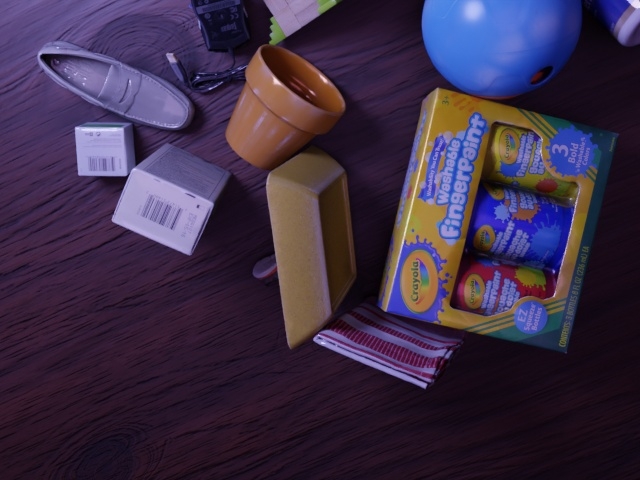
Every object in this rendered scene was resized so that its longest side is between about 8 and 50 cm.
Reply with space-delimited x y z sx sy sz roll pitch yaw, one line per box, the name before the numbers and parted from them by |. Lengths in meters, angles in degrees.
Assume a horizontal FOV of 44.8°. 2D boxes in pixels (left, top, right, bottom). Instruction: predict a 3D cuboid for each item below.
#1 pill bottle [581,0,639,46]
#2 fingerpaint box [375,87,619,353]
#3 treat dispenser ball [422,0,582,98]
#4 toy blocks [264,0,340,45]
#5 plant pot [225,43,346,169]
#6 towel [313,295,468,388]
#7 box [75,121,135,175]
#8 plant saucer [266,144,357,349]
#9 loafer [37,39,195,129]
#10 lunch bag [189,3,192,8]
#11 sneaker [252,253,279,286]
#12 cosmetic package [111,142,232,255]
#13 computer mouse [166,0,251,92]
pill bottle | 0.537 -0.500 1.434 0.153 0.153 0.264 -38 70 9
fingerpaint box | 0.343 -0.037 1.548 0.371 0.163 0.444 14 90 -4
treat dispenser ball | 0.333 -0.407 1.434 0.288 0.288 0.288 0 105 0
toy blocks | -0.018 -0.555 1.405 0.381 0.191 0.261 -18 110 48
plant pot | -0.085 -0.248 1.534 0.205 0.205 0.188 35 117 -9
towel | 0.149 0.187 1.527 0.237 0.329 0.037 20 104 18
box | -0.439 -0.188 1.592 0.101 0.087 0.102 0 104 -1
plant saucer | 0.000 0.000 1.514 0.081 0.333 0.332 -2 106 16
loafer | -0.408 -0.303 1.548 0.319 0.111 0.112 21 104 -6
lunch bag | -0.214 -0.483 1.525 0.098 0.065 0.067 -31 103 7
sneaker | -0.067 0.049 1.684 0.158 0.061 0.065 -25 129 8
cosmetic package | -0.277 -0.089 1.506 0.160 0.309 0.113 25 103 -6
computer mouse | -0.221 -0.407 1.509 0.184 0.060 0.262 -17 140 3
